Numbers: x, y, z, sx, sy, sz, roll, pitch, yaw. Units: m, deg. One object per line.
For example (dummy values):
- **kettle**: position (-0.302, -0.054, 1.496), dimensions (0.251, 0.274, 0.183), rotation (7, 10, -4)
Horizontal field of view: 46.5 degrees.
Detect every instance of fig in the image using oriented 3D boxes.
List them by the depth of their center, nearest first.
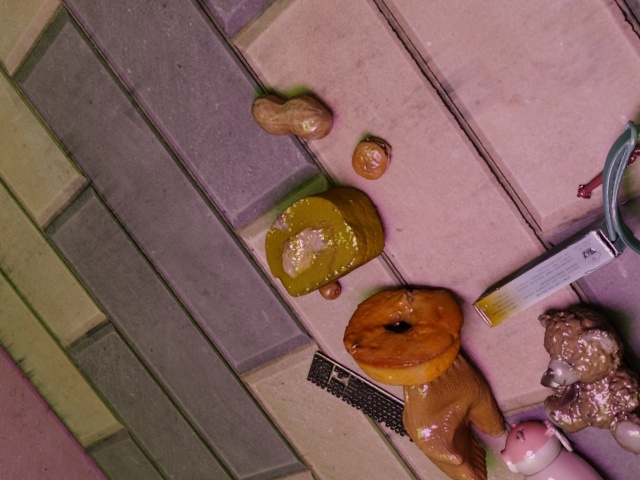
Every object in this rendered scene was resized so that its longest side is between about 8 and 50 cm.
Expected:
- **fig**: position (0.009, 0.108, 1.705), dimensions (0.083, 0.050, 0.050), rotation (13, 125, 44)

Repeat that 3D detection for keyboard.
- **keyboard**: position (0.108, 0.385, 1.822), dimensions (0.317, 0.027, 0.106), rotation (28, 129, 16)

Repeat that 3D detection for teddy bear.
- **teddy bear**: position (0.505, 0.244, 1.385), dimensions (0.256, 0.156, 0.267), rotation (57, 161, -14)

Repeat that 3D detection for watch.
- **watch**: position (0.547, -0.085, 1.182), dimensions (0.195, 0.068, 0.237), rotation (-14, 112, 21)

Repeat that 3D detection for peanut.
- **peanut**: position (-0.061, -0.253, 1.503), dimensions (0.192, 0.089, 0.089), rotation (11, 123, 28)

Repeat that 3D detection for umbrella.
- **umbrella**: position (0.494, -0.121, 1.251), dimensions (0.027, 0.025, 0.165), rotation (32, 136, -12)

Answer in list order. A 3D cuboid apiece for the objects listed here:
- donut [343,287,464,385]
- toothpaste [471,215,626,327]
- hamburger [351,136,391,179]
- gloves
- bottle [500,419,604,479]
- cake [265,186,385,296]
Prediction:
- **donut**: position (0.171, 0.191, 1.523), dimensions (0.253, 0.253, 0.118), rotation (-3, 126, 35)
- **toothpaste**: position (0.419, 0.058, 1.371), dimensions (0.071, 0.089, 0.313), rotation (53, 133, 4)
- **hamburger**: position (0.100, -0.162, 1.476), dimensions (0.076, 0.044, 0.083), rotation (26, 131, 19)
- **gloves**: position (0.281, 0.380, 1.609), dimensions (0.155, 0.203, 0.357), rotation (-7, 110, 61)
- **bottle**: position (0.482, 0.483, 1.560), dimensions (0.236, 0.147, 0.147), rotation (51, 133, 6)
- **cake**: position (0.000, 0.000, 1.572), dimensions (0.260, 0.156, 0.179), rotation (-31, 82, 37)
